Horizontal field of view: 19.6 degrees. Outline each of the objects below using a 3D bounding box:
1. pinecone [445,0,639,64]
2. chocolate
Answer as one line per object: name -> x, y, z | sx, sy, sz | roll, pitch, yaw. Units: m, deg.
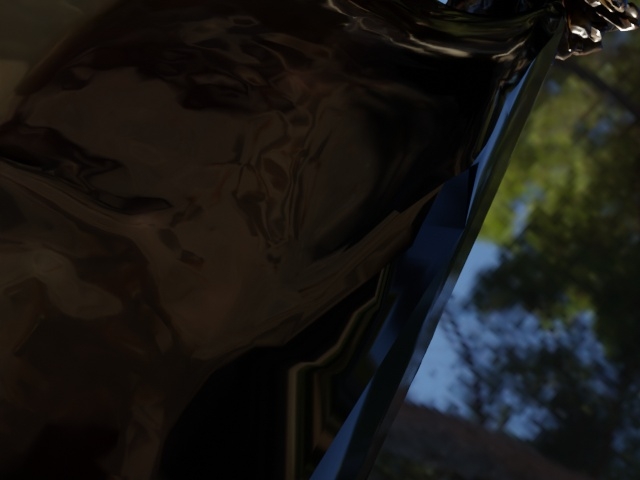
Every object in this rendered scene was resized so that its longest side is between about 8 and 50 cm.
pinecone -> 0.169, -0.267, 1.447 | 0.224, 0.224, 0.272 | -30, -111, 35
chocolate -> -0.077, 0.034, 0.474 | 0.283, 0.186, 0.283 | 24, 90, -86
